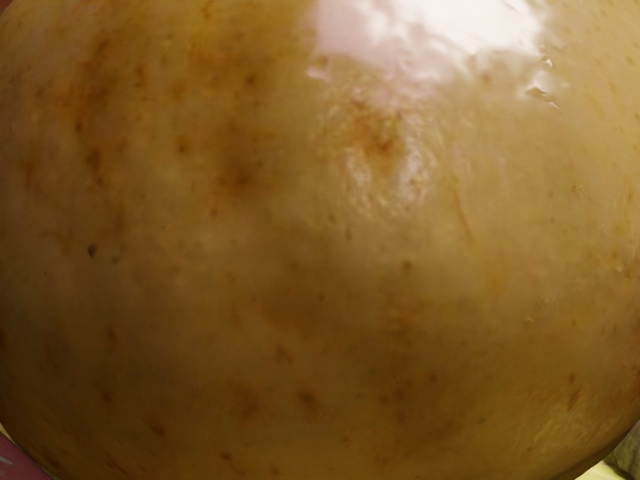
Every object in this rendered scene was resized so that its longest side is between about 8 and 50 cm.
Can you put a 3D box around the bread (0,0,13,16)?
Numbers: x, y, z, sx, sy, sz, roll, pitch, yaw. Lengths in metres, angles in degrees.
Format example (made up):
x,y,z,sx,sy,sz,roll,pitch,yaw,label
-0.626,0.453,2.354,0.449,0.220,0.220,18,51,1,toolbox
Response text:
x,y,z,sx,sy,sz,roll,pitch,yaw,label
-0.160,-0.168,1.008,0.398,0.215,0.398,30,-5,3,bread

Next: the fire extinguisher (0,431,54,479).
x,y,z,sx,sy,sz,roll,pitch,yaw,label
-0.100,0.101,0.455,0.267,0.089,0.072,36,16,30,fire extinguisher

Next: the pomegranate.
x,y,z,sx,sy,sz,roll,pitch,yaw,label
0.005,-0.017,0.638,0.307,0.307,0.307,11,17,-3,pomegranate

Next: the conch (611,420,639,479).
x,y,z,sx,sy,sz,roll,pitch,yaw,label
0.226,0.070,0.825,0.178,0.163,0.245,-18,33,12,conch
